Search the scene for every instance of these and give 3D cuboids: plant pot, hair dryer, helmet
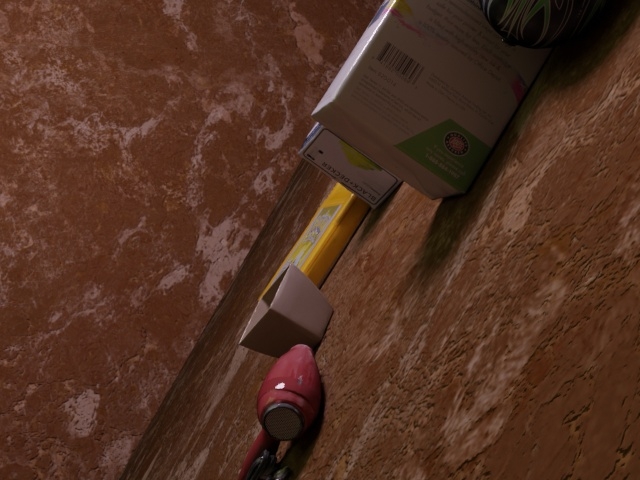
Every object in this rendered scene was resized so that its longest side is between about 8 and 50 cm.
[{"bbox_3d":[-0.045,0.120,1.511,0.109,0.096,0.109,-50,11,44],"label":"plant pot"},{"bbox_3d":[-0.075,0.248,1.264,0.293,0.080,0.223,-62,9,-31],"label":"hair dryer"},{"bbox_3d":[0.260,-0.306,1.136,0.169,0.169,0.161,-57,-8,0],"label":"helmet"}]

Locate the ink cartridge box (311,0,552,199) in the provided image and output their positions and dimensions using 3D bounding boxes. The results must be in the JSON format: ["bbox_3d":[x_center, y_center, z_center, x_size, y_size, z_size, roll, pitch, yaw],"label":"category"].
[{"bbox_3d":[0.173,-0.254,1.276,0.353,0.207,0.119,-57,10,-10],"label":"ink cartridge box"}]

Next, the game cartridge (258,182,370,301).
[{"bbox_3d":[0.000,0.000,1.866,0.323,0.053,0.285,-59,9,-5],"label":"game cartridge"}]

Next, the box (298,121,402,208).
[{"bbox_3d":[0.089,-0.207,1.736,0.087,0.169,0.290,-46,12,42],"label":"box"}]
